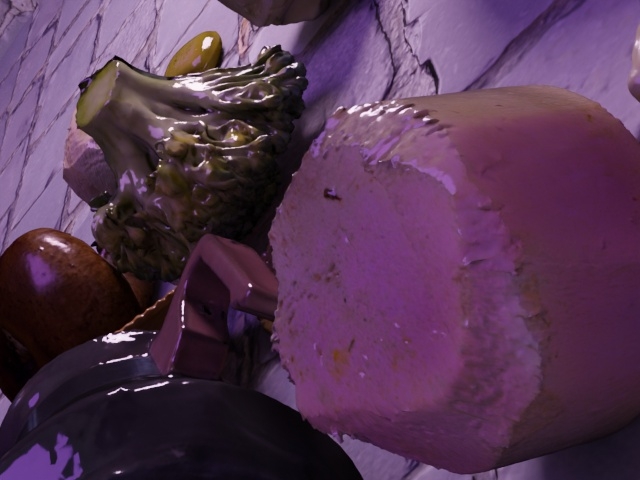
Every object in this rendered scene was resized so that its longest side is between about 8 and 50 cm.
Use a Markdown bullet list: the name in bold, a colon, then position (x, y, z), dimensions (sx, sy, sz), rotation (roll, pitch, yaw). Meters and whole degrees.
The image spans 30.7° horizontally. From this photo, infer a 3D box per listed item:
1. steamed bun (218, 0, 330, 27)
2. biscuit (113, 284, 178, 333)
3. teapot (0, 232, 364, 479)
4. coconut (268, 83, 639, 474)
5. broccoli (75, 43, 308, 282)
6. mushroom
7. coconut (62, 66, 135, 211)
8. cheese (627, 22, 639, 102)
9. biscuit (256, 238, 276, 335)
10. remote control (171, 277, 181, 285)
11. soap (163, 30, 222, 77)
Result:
- **steamed bun**: position (-0.035, -0.341, 1.441), dimensions (0.218, 0.144, 0.211), rotation (-37, 27, -21)
- **biscuit**: position (-0.177, 0.123, 1.152), dimensions (0.237, 0.013, 0.232), rotation (-38, -17, -35)
- **teapot**: position (-0.120, 0.188, 0.889), dimensions (0.376, 0.305, 0.362), rotation (-69, 19, 3)
- **coconut**: position (0.103, 0.022, 0.719), dimensions (0.233, 0.245, 0.233), rotation (6, 98, 46)
- **broccoli**: position (-0.157, -0.105, 1.296), dimensions (0.248, 0.245, 0.288), rotation (-22, 40, 59)
- **mushroom**: position (-0.287, 0.101, 1.406), dimensions (0.254, 0.267, 0.267), rotation (-33, 23, -13)
- **coconut**: position (-0.251, -0.112, 1.555), dimensions (0.194, 0.194, 0.194), rotation (-42, 32, 34)
- **cheese**: position (0.318, -0.200, 0.674), dimensions (0.242, 0.124, 0.265), rotation (-19, 49, 59)
- **biscuit**: position (0.001, 0.001, 1.152), dimensions (0.220, 0.033, 0.220), rotation (-42, 33, 36)
- **remote control**: position (-0.148, -0.071, 1.451), dimensions (0.029, 0.067, 0.261), rotation (-10, 56, 63)
- **soap**: position (-0.197, -0.264, 1.760), dimensions (0.140, 0.045, 0.089), rotation (-28, 45, 49)
